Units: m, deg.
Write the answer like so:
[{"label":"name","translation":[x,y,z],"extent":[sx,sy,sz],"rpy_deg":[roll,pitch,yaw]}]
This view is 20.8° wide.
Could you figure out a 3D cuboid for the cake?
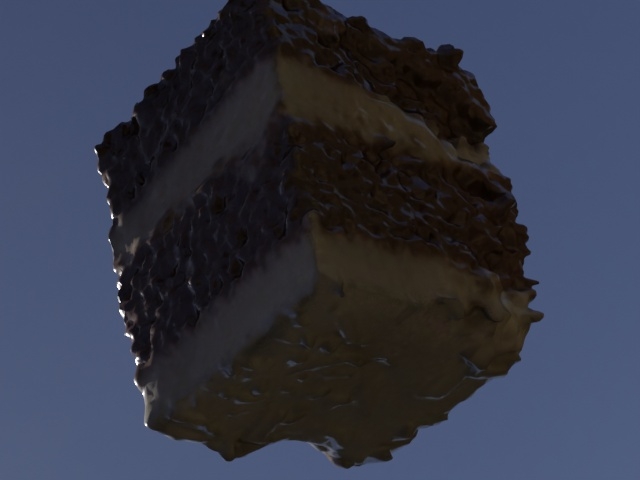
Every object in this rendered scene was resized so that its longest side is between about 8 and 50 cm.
[{"label":"cake","translation":[0.000,0.000,0.696],"extent":[0.135,0.147,0.134],"rpy_deg":[17,-48,-37]}]
